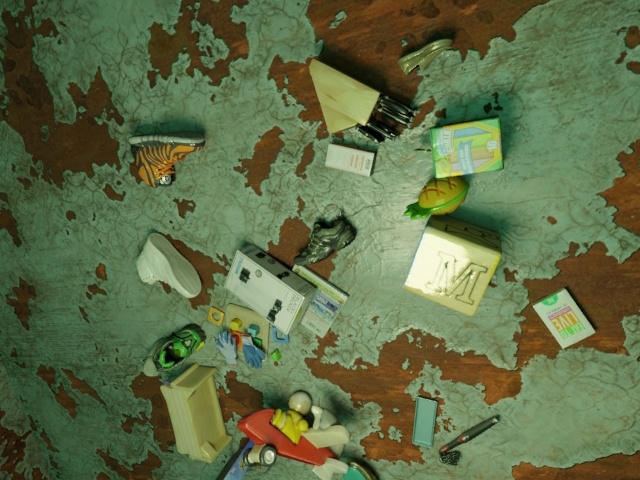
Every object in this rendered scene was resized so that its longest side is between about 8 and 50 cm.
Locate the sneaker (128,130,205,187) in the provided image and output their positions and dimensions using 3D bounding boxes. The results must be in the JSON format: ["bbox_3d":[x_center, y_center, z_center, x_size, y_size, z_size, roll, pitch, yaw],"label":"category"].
[{"bbox_3d":[-0.508,-0.274,1.423,0.320,0.124,0.180,6,113,31],"label":"sneaker"}]

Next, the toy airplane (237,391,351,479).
[{"bbox_3d":[-0.065,0.688,1.493,0.385,0.273,0.384,1,145,12],"label":"toy airplane"}]

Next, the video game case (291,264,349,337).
[{"bbox_3d":[-0.034,0.205,1.431,0.212,0.023,0.193,34,116,10],"label":"video game case"}]

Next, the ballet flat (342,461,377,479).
[{"bbox_3d":[0.187,0.939,1.529,0.123,0.123,0.349,-25,93,26],"label":"ballet flat"}]

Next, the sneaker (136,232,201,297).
[{"bbox_3d":[-0.580,0.131,1.582,0.292,0.108,0.169,49,119,12],"label":"sneaker"}]

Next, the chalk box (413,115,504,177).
[{"bbox_3d":[0.353,-0.237,1.079,0.212,0.132,0.132,-5,105,24],"label":"chalk box"}]

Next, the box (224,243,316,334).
[{"bbox_3d":[-0.174,0.161,1.415,0.289,0.087,0.169,34,116,16],"label":"box"}]

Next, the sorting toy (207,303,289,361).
[{"bbox_3d":[-0.283,0.350,1.561,0.347,0.047,0.196,14,111,17],"label":"sorting toy"}]

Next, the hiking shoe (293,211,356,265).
[{"bbox_3d":[0.000,0.000,1.331,0.226,0.086,0.114,-29,81,21],"label":"hiking shoe"}]

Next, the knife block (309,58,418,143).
[{"bbox_3d":[0.123,-0.394,1.143,0.241,0.088,0.276,-14,101,24],"label":"knife block"}]

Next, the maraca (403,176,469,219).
[{"bbox_3d":[0.312,-0.111,1.124,0.185,0.127,0.099,-31,111,-3],"label":"maraca"}]

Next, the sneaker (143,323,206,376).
[{"bbox_3d":[-0.617,0.456,1.671,0.343,0.146,0.134,-39,90,27],"label":"sneaker"}]

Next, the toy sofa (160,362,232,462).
[{"bbox_3d":[-0.501,0.697,1.700,0.177,0.150,0.363,-1,106,27],"label":"toy sofa"}]

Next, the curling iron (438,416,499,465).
[{"bbox_3d":[0.484,0.652,1.364,0.068,0.035,0.274,35,116,3],"label":"curling iron"}]

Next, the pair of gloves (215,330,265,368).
[{"bbox_3d":[-0.297,0.408,1.554,0.198,0.023,0.159,-2,115,22],"label":"pair of gloves"}]

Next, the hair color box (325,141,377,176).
[{"bbox_3d":[0.090,-0.240,1.229,0.141,0.043,0.072,17,112,17],"label":"hair color box"}]

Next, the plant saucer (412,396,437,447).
[{"bbox_3d":[0.353,0.614,1.413,0.067,0.018,0.192,7,108,19],"label":"plant saucer"}]

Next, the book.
[{"bbox_3d":[0.672,0.213,1.156,0.096,0.035,0.144,-36,90,23],"label":"book"}]

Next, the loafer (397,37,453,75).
[{"bbox_3d":[0.274,-0.474,1.079,0.147,0.056,0.050,-14,102,35],"label":"loafer"}]

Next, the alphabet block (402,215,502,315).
[{"bbox_3d":[0.359,0.055,1.138,0.197,0.192,0.194,22,115,15],"label":"alphabet block"}]

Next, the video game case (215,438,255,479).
[{"bbox_3d":[-0.353,0.925,1.647,0.061,0.269,0.244,39,117,5],"label":"video game case"}]
